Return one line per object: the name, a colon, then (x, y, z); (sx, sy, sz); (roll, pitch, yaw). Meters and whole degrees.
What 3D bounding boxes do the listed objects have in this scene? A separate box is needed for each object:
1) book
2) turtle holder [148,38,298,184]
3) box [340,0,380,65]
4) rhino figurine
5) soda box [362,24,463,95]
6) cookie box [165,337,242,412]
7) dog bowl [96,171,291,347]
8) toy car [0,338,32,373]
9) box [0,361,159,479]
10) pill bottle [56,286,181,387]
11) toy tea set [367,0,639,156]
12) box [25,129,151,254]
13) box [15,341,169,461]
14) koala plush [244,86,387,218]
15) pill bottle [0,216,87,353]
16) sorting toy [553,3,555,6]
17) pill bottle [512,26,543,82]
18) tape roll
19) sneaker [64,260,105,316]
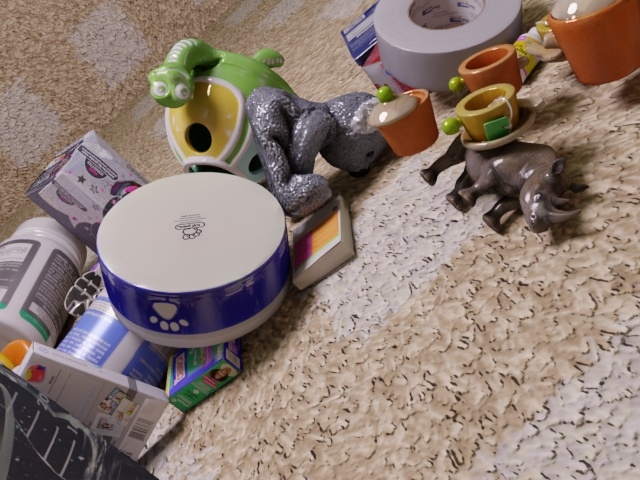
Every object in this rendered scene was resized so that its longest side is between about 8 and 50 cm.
book: (0.000, 0.000, 1.071); (0.096, 0.035, 0.144); (-35, 26, 19)
turtle holder: (-0.167, -0.225, 1.356); (0.320, 0.243, 0.227); (102, 179, -70)
box: (0.115, -0.437, 1.549); (0.136, 0.036, 0.225); (-36, 26, 15)
rhino figurine: (0.210, -0.069, 0.833); (0.106, 0.073, 0.243); (-47, 28, 0)
soda box: (0.174, -0.356, 1.283); (0.083, 0.092, 0.263); (-8, 43, 46)
cookie box: (-0.161, 0.172, 1.030); (0.107, 0.040, 0.092); (-37, 29, 14)
dog bowl: (-0.175, 0.019, 1.050); (0.265, 0.104, 0.265); (-1, 41, 1)
toy car: (-0.511, 0.254, 1.271); (0.159, 0.182, 0.136); (13, 27, 28)
box: (-0.436, 0.344, 0.674); (0.297, 0.472, 0.480); (-35, 28, 18)
pill bottle: (-0.324, 0.203, 1.087); (0.152, 0.152, 0.272); (-5, 45, 52)
toy tea set: (0.209, -0.212, 0.857); (0.336, 0.124, 0.200); (-31, 26, -3)
box: (-0.473, -0.086, 1.614); (0.163, 0.247, 0.142); (-20, 36, 40)
box: (-0.313, 0.230, 0.954); (0.145, 0.186, 0.038); (-61, 26, 4)
koala plush: (0.014, -0.161, 1.137); (0.221, 0.203, 0.196); (-19, 7, -5)
pill bottle: (-0.630, 0.117, 1.585); (0.204, 0.204, 0.361); (-32, 28, 22)
sorting toy: (0.409, -0.331, 0.980); (0.193, 0.038, 0.208); (-30, 29, 25)
pill bottle: (0.285, -0.259, 1.040); (0.083, 0.043, 0.043); (-52, 27, -17)
tape roll: (0.193, -0.324, 1.126); (0.219, 0.072, 0.219); (-8, 49, 10)
sneaker: (-0.426, 0.088, 1.412); (0.071, 0.068, 0.170); (-36, 15, 40)
